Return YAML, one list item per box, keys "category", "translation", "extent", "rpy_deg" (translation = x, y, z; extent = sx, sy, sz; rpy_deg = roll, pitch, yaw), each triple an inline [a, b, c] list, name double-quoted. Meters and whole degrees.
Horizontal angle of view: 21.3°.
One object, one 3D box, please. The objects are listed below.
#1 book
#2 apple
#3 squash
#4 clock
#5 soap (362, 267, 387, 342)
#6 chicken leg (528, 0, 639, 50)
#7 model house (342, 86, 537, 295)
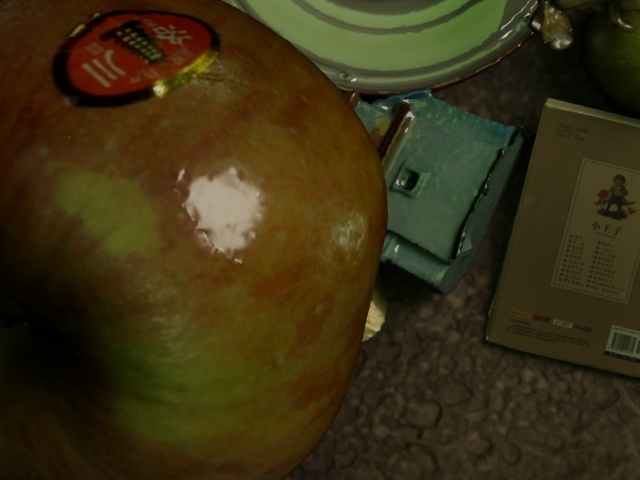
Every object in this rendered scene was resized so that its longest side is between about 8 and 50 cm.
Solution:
- category: "book"
  translation: [0.215, 0.001, 1.303]
  extent: [0.138, 0.016, 0.199]
  rpy_deg: [14, 108, 4]
- category: "apple"
  translation: [-0.143, 0.002, 1.193]
  extent: [0.400, 0.333, 0.400]
  rpy_deg: [11, 119, 21]
- category: "squash"
  translation: [0.253, -0.145, 1.255]
  extent: [0.123, 0.186, 0.123]
  rpy_deg: [1, 95, 6]
- category: "clock"
  translation: [0.050, -0.268, 1.319]
  extent: [0.318, 0.080, 0.319]
  rpy_deg: [0, 89, 3]
- category: "soap"
  translation: [0.000, 0.000, 1.337]
  extent: [0.089, 0.033, 0.168]
  rpy_deg: [-9, 88, 4]
- category: "chicken leg"
  translation: [0.216, -0.331, 1.228]
  extent: [0.201, 0.153, 0.429]
  rpy_deg: [12, 65, 1]
- category: "model house"
  translation: [0.067, -0.054, 1.301]
  extent: [0.148, 0.119, 0.148]
  rpy_deg: [29, 92, 11]
